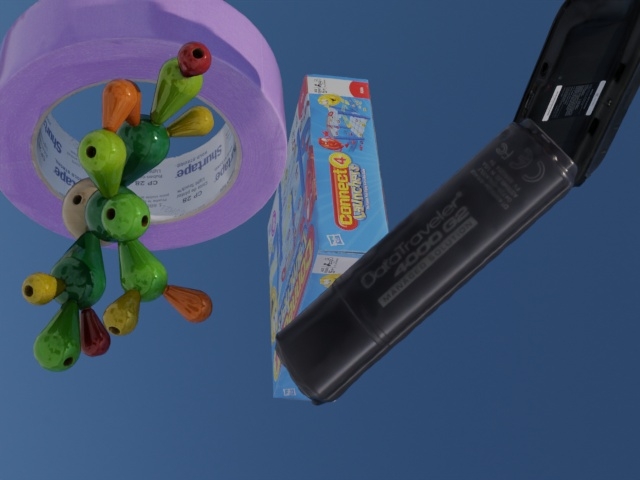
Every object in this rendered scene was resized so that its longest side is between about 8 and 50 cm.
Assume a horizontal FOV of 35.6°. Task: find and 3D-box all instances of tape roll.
[{"bbox_3d":[-0.170,-0.109,0.938,0.274,0.274,0.090,-38,-139,32],"label":"tape roll"}]

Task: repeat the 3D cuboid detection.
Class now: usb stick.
[{"bbox_3d":[0.077,0.019,0.782,0.278,0.045,0.077,-43,-122,9],"label":"usb stick"}]

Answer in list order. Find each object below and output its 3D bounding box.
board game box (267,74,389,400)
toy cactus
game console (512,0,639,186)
[{"bbox_3d":[0.000,0.000,1.296,0.308,0.086,0.302,107,-16,-47],"label":"board game box"},{"bbox_3d":[-0.131,-0.020,0.665,0.180,0.112,0.219,5,-99,67],"label":"toy cactus"},{"bbox_3d":[0.210,-0.175,0.743,0.361,0.213,0.044,104,-25,-43],"label":"game console"}]
